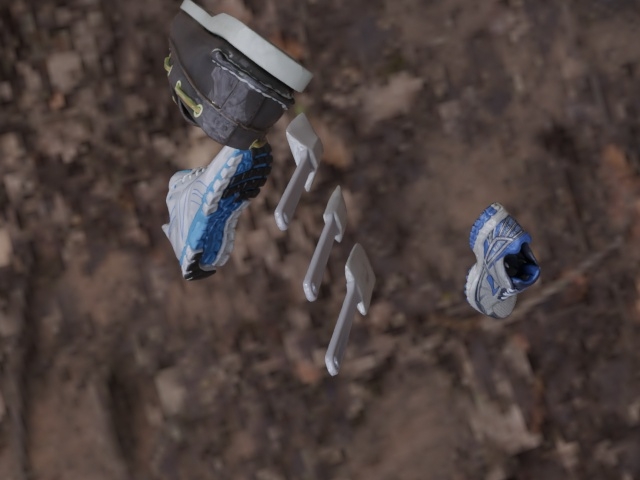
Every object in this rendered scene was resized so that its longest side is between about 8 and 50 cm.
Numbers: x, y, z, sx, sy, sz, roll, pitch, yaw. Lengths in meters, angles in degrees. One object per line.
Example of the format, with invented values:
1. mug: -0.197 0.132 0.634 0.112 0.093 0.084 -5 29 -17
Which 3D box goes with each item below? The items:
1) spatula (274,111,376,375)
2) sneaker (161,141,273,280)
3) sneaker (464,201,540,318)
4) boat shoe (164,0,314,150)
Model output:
1. spatula: 0.000 0.000 1.571 0.242 0.019 0.168 -66 -40 -69
2. sneaker: -0.112 -0.049 1.905 0.083 0.071 0.190 52 134 24
3. sneaker: 0.162 0.030 1.726 0.058 0.052 0.135 36 154 30
4. boat shoe: -0.065 -0.104 1.251 0.068 0.081 0.228 -56 14 1
